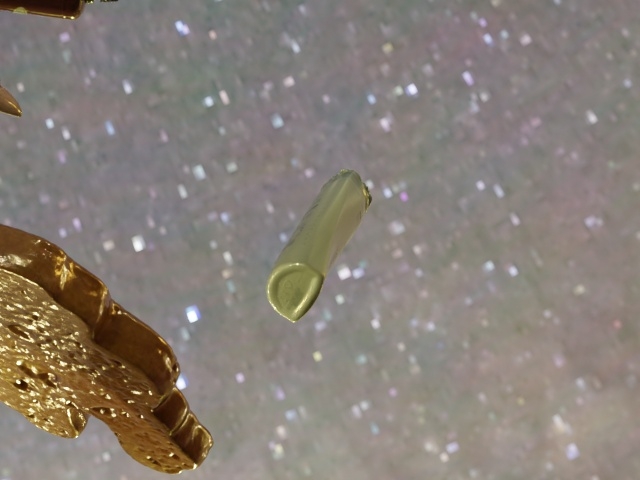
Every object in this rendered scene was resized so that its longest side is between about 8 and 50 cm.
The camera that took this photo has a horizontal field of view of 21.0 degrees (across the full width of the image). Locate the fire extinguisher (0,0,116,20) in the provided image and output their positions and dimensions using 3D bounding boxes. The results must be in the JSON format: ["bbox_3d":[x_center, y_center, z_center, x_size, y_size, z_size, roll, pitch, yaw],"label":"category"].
[{"bbox_3d":[-0.230,-0.196,1.336,0.157,0.078,0.045,6,-86,-2],"label":"fire extinguisher"}]

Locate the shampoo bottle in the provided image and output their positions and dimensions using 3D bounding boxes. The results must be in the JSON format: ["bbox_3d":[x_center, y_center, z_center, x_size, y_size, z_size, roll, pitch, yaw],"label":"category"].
[{"bbox_3d":[0.000,0.000,1.541,0.049,0.212,0.072,28,-62,1],"label":"shampoo bottle"}]

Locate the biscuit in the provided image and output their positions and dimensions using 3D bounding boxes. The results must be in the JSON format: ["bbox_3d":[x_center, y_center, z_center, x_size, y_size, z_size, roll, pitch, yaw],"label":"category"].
[{"bbox_3d":[-0.173,0.072,1.184,0.186,0.044,0.295,15,-27,14],"label":"biscuit"}]

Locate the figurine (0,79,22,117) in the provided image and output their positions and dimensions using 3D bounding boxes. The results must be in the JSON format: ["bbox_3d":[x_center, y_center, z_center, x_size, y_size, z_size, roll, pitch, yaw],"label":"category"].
[{"bbox_3d":[-0.359,-0.148,1.601,0.125,0.138,0.125,-36,-43,-44],"label":"figurine"}]
